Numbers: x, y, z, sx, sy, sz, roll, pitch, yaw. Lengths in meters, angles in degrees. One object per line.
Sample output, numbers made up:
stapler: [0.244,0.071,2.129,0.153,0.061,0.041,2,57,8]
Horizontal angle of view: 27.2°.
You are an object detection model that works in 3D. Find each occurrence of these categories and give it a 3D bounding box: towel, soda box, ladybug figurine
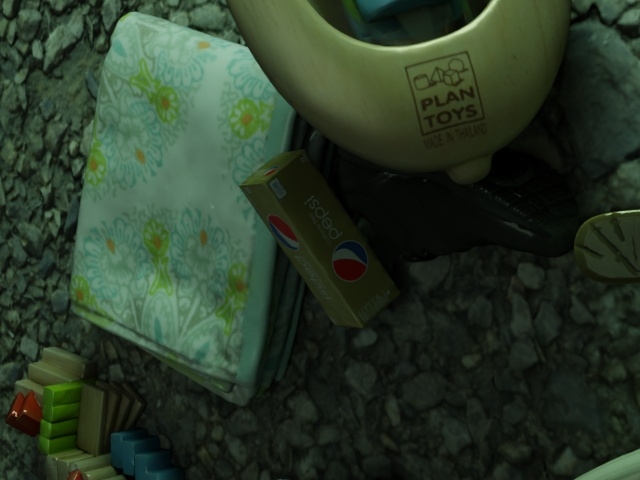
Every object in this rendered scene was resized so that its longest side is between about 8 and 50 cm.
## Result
towel: [-0.145,-0.040,1.478,0.320,0.090,0.374,23,107,36]
soda box: [0.000,0.000,1.318,0.181,0.058,0.061,57,156,-16]
ladybug figurine: [0.059,-0.253,1.198,0.305,0.162,0.449,-14,77,-3]

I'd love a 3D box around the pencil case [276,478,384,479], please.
pencil case: [0.034,0.381,1.309,0.119,0.133,0.306,-9,74,-3]

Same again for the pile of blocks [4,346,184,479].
pile of blocks: [-0.270,0.265,1.592,0.362,0.112,0.149,42,119,29]

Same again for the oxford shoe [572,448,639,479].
oxford shoe: [0.233,0.286,1.136,0.449,0.169,0.130,-48,51,40]

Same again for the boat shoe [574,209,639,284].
boat shoe: [0.327,0.000,1.098,0.223,0.073,0.080,-2,96,20]

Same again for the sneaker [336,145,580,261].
sneaker: [0.124,-0.032,1.260,0.286,0.109,0.130,28,120,42]
